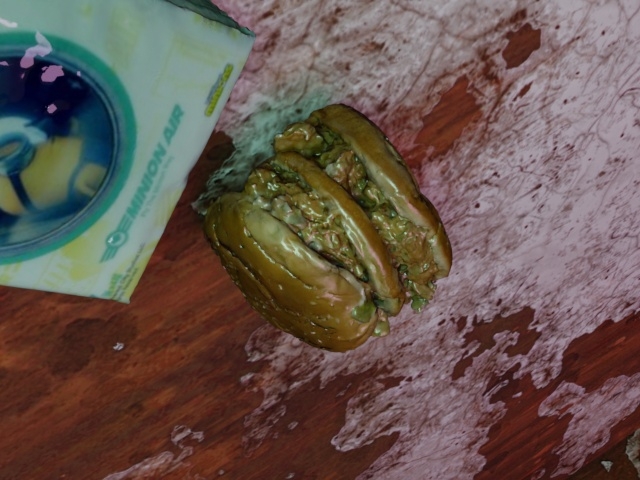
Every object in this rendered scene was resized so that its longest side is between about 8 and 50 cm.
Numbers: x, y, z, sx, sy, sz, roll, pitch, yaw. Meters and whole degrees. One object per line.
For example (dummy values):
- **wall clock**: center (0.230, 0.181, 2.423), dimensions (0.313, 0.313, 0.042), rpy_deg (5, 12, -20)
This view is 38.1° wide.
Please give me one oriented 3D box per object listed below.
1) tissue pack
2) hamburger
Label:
- **tissue pack**: center (-0.274, -0.119, 0.703), dimensions (0.388, 0.162, 0.287), rpy_deg (12, 113, -45)
- **hamburger**: center (0.011, 0.000, 1.015), dimensions (0.211, 0.245, 0.260), rpy_deg (-39, -179, -14)
